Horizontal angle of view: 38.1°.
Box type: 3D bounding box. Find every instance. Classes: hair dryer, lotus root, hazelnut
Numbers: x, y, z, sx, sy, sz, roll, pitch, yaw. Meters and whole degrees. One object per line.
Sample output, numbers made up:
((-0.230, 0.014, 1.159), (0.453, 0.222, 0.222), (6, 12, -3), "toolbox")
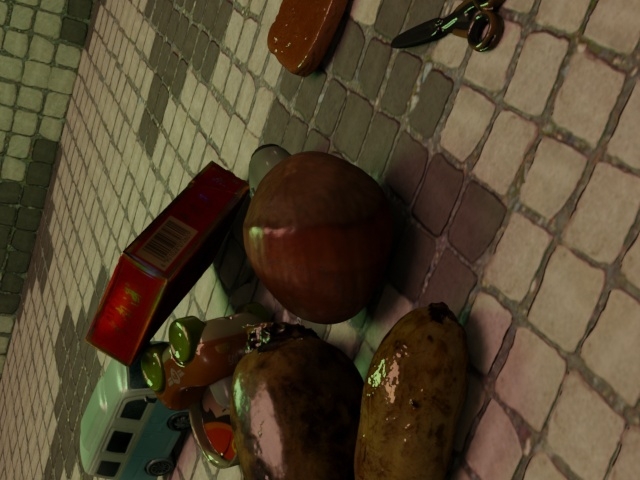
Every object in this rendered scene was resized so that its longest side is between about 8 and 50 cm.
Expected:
((-0.053, 0.024, 1.327), (0.229, 0.092, 0.267), (-125, 37, -47), "hair dryer")
((0.088, 0.187, 0.943), (0.110, 0.097, 0.259), (21, 103, 60), "lotus root")
((-0.013, 0.222, 1.044), (0.141, 0.169, 0.314), (-35, 57, 37), "lotus root")
((0.000, 0.000, 1.105), (0.214, 0.176, 0.215), (-5, -90, -82), "hazelnut")

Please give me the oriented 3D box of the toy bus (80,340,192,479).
((-0.317, 0.297, 1.614), (0.271, 0.164, 0.133), (-61, 32, 32), "toy bus")

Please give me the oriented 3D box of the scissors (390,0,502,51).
((0.142, -0.248, 1.076), (0.220, 0.017, 0.088), (2, 83, 64), "scissors")

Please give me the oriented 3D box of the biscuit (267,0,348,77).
((-0.013, -0.345, 1.391), (0.186, 0.036, 0.192), (-66, 29, 20), "biscuit")

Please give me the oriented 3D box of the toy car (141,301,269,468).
((-0.146, 0.223, 1.372), (0.235, 0.145, 0.235), (17, 112, 50), "toy car")

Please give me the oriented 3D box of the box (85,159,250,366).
((-0.235, 0.028, 1.465), (0.197, 0.089, 0.313), (-61, -2, 35), "box")

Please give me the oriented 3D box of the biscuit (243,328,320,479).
((-0.042, 0.230, 1.211), (0.151, 0.063, 0.236), (-1, 83, 63), "biscuit")
